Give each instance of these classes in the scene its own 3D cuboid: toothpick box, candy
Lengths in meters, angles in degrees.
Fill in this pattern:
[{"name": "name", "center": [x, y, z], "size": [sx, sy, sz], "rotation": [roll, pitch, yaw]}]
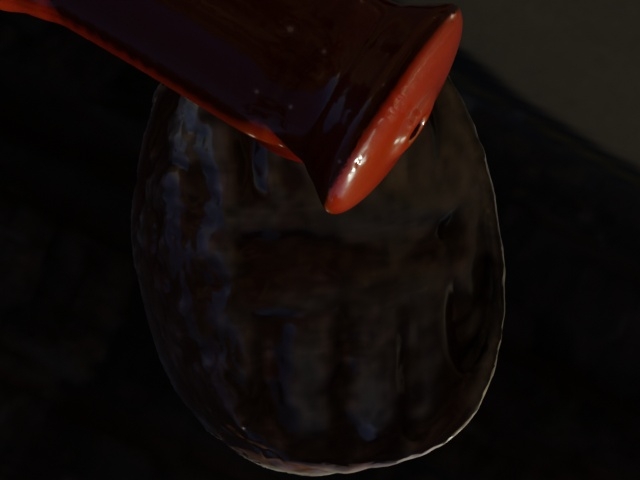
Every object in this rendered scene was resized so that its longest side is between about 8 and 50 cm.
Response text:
[{"name": "toothpick box", "center": [-0.017, -0.042, 0.358], "size": [0.083, 0.047, 0.047], "rotation": [33, 174, 9]}, {"name": "candy", "center": [0.000, 0.000, 1.150], "size": [0.214, 0.289, 0.157], "rotation": [-12, -178, -18]}]
